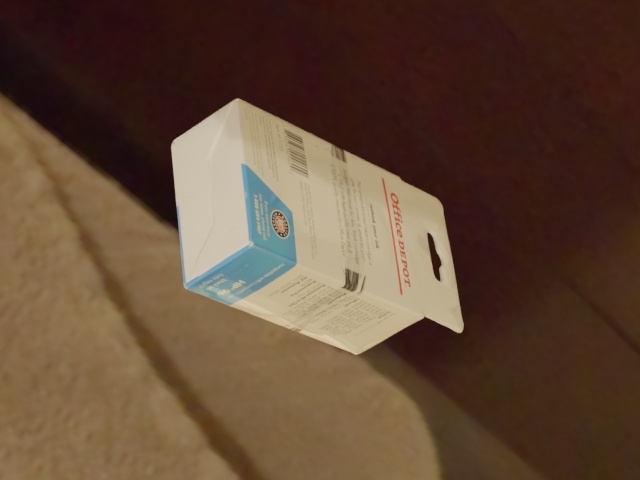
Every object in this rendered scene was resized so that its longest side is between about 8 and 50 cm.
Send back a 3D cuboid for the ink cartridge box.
[{"bbox_3d":[0.000,0.000,0.506,0.028,0.083,0.048,-32,51,34],"label":"ink cartridge box"}]
